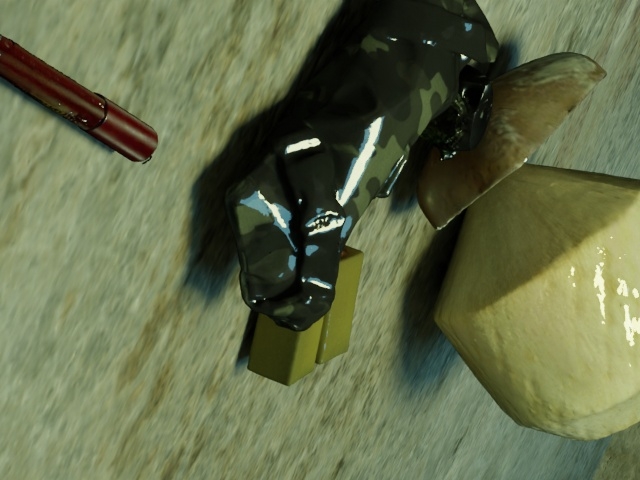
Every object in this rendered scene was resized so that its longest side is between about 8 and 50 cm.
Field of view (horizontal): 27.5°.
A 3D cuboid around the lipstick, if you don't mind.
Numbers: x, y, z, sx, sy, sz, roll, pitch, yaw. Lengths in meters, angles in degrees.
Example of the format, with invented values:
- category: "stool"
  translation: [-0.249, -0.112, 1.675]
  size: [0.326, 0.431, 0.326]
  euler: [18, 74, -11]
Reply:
- category: "lipstick"
  translation: [-0.145, -0.082, 0.751]
  size: [0.027, 0.027, 0.176]
  euler: [-63, 155, -3]

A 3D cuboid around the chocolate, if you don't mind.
- category: "chocolate"
  translation: [0.176, -0.116, 1.290]
  size: [0.157, 0.080, 0.254]
  euler: [-43, 179, 44]

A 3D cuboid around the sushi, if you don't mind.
- category: "sushi"
  translation: [0.108, -0.119, 1.159]
  size: [0.056, 0.083, 0.084]
  euler: [-38, 144, -46]

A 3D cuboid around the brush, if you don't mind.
- category: "brush"
  translation: [0.000, 0.000, 1.109]
  size: [0.103, 0.047, 0.233]
  euler: [-24, 130, -57]

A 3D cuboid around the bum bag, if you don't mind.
- category: "bum bag"
  translation: [0.030, -0.090, 1.015]
  size: [0.340, 0.095, 0.144]
  euler: [-55, 133, -19]

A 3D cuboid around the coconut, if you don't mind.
- category: "coconut"
  translation: [0.265, 0.051, 1.438]
  size: [0.329, 0.329, 0.328]
  euler: [-46, 151, -35]
